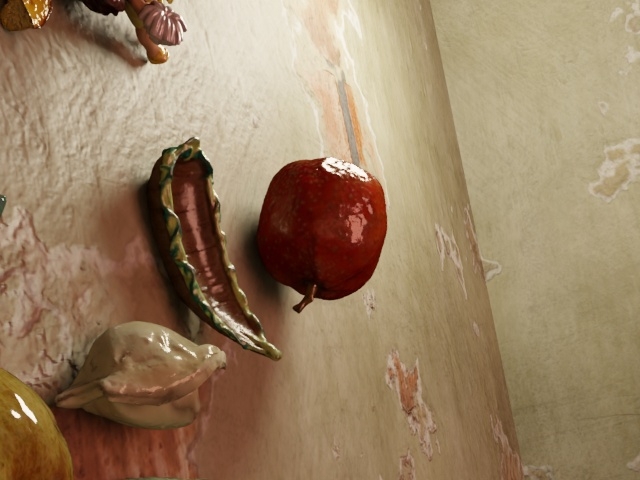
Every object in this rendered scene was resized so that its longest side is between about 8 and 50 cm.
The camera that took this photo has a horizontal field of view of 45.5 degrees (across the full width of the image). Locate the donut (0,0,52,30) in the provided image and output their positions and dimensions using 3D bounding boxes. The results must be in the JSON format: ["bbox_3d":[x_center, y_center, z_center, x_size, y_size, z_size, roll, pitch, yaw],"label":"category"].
[{"bbox_3d":[-0.312,-0.256,0.770,0.083,0.037,0.067,51,37,-36],"label":"donut"}]

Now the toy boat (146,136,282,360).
[{"bbox_3d":[-0.140,0.023,0.943,0.108,0.099,0.293,-19,88,-65],"label":"toy boat"}]

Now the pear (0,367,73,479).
[{"bbox_3d":[-0.257,0.178,0.455,0.188,0.211,0.229,41,43,-56],"label":"pear"}]

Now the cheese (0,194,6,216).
[{"bbox_3d":[-0.322,-0.046,0.654,0.121,0.026,0.067,50,36,-47],"label":"cheese"}]

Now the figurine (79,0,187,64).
[{"bbox_3d":[-0.223,-0.310,0.900,0.240,0.115,0.175,52,36,-55],"label":"figurine"}]

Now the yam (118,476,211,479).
[{"bbox_3d":[-0.141,0.366,0.691,0.168,0.168,0.304,37,47,-56],"label":"yam"}]

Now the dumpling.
[{"bbox_3d":[-0.168,0.139,0.778,0.199,0.136,0.118,-11,95,-56],"label":"dumpling"}]

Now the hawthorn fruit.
[{"bbox_3d":[0.000,0.000,1.149,0.205,0.205,0.253,45,46,-50],"label":"hawthorn fruit"}]
